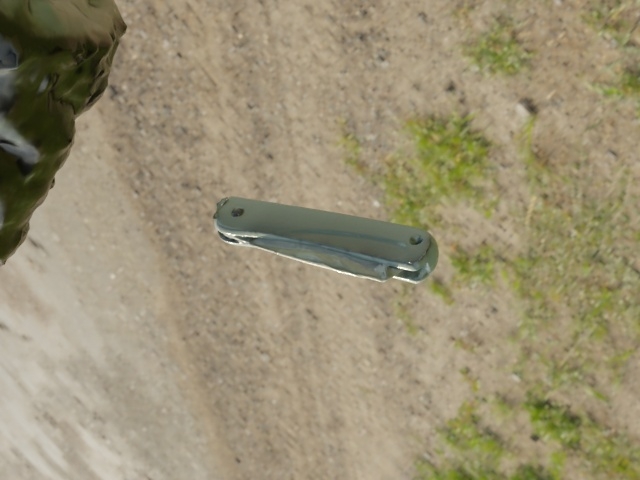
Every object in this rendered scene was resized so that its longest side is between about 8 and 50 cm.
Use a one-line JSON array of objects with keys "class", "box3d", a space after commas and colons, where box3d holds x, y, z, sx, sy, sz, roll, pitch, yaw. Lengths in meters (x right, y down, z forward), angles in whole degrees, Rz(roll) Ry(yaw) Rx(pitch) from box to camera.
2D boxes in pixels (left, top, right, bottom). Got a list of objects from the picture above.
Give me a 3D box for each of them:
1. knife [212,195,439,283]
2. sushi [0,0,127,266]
[{"class": "knife", "box3d": [0.000, 0.000, 0.691, 0.162, 0.044, 0.023, 11, 144, 27]}, {"class": "sushi", "box3d": [-0.252, -0.126, 0.415, 0.350, 0.171, 0.211, 31, -161, -30]}]
